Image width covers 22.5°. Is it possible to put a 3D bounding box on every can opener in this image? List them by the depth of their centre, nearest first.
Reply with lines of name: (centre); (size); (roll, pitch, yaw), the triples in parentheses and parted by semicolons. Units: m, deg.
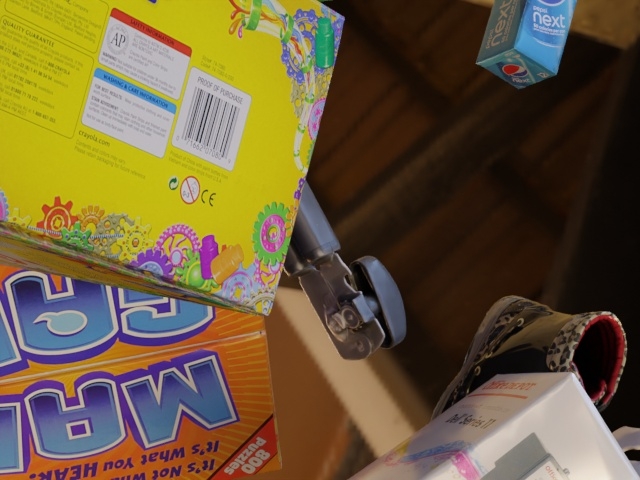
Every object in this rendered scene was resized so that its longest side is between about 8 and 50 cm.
can opener: (0.000, 0.000, 1.786); (0.076, 0.095, 0.283); (-32, -96, 45)

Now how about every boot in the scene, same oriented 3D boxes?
boot: (0.197, 0.165, 1.574); (0.178, 0.085, 0.236); (-1, -117, 64)

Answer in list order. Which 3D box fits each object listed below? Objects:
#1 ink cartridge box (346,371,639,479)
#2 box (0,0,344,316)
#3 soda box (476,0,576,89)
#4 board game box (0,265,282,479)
ink cartridge box: (0.127, 0.214, 1.355); (0.119, 0.353, 0.207); (58, -13, -2)
box: (-0.196, -0.091, 0.847); (0.279, 0.290, 0.177); (8, -99, 38)
soda box: (0.248, -0.284, 1.840); (0.071, 0.067, 0.210); (-17, -130, 57)
board game box: (-0.256, 0.019, 1.612); (0.356, 0.356, 0.356); (-110, -169, -54)
